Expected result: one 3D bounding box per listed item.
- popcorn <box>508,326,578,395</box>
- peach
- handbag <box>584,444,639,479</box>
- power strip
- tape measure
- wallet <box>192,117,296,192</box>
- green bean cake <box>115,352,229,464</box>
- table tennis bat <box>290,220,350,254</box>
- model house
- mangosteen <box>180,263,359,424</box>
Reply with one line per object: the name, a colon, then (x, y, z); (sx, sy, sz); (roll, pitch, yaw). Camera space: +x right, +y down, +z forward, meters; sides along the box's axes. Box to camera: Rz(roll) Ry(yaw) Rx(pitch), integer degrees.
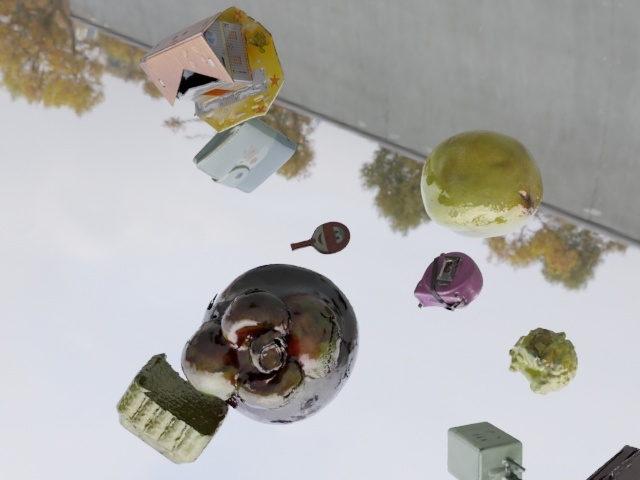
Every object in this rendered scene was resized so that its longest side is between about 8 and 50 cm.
popcorn: (0.561, 0.302, 1.824); (0.174, 0.173, 0.142); (22, -145, 17)
peach: (0.437, -0.147, 1.947); (0.316, 0.314, 0.281); (-4, 149, 40)
handbag: (0.559, 0.476, 1.255); (0.216, 0.203, 0.074); (-15, 169, -41)
power strip: (0.452, 0.590, 1.919); (0.140, 0.139, 0.224); (-3, -173, -21)
tape measure: (0.257, 0.083, 1.427); (0.118, 0.125, 0.074); (1, 144, 41)
wallet: (-0.238, -0.268, 2.292); (0.083, 0.252, 0.360); (51, -167, 22)
green bean cake: (-0.349, 0.398, 1.707); (0.236, 0.124, 0.233); (36, -169, -1)
table tennis bat: (0.000, 0.000, 1.810); (0.155, 0.019, 0.098); (-14, -124, 5)
model house: (-0.192, -0.301, 1.230); (0.219, 0.207, 0.136); (-9, 180, 36)
mangosteen: (-0.109, 0.252, 1.661); (0.381, 0.380, 0.421); (20, -155, 11)
